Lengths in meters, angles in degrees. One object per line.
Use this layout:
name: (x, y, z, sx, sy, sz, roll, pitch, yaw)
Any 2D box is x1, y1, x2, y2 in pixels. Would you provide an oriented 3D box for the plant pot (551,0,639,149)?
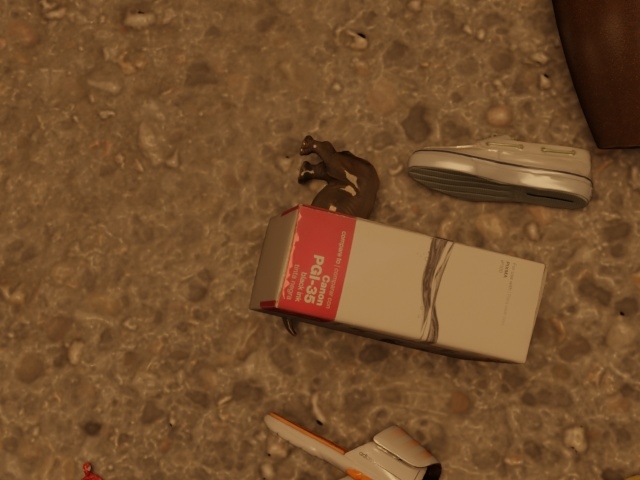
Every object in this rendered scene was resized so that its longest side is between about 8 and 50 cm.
plant pot: (0.379, -0.225, 1.425, 0.215, 0.215, 0.230, -3, 92, 7)

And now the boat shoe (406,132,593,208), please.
boat shoe: (0.220, -0.092, 1.479, 0.226, 0.083, 0.075, 11, 69, -1)

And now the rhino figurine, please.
rhino figurine: (0.000, 0.000, 1.486, 0.106, 0.073, 0.243, 15, 83, 9)

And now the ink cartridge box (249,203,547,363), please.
ink cartridge box: (0.080, 0.053, 1.353, 0.283, 0.207, 0.117, 14, 83, -10)

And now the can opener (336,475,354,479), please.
can opener: (-0.066, 0.358, 1.412, 0.283, 0.095, 0.076, -24, 76, 2)

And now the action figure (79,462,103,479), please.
action figure: (-0.279, 0.330, 1.483, 0.038, 0.030, 0.115, -13, 75, 10)

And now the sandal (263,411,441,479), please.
sandal: (0.059, 0.243, 1.414, 0.265, 0.102, 0.076, 26, 86, 14)

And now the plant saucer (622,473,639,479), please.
plant saucer: (0.298, 0.459, 1.283, 0.333, 0.081, 0.332, -17, 65, -26)
